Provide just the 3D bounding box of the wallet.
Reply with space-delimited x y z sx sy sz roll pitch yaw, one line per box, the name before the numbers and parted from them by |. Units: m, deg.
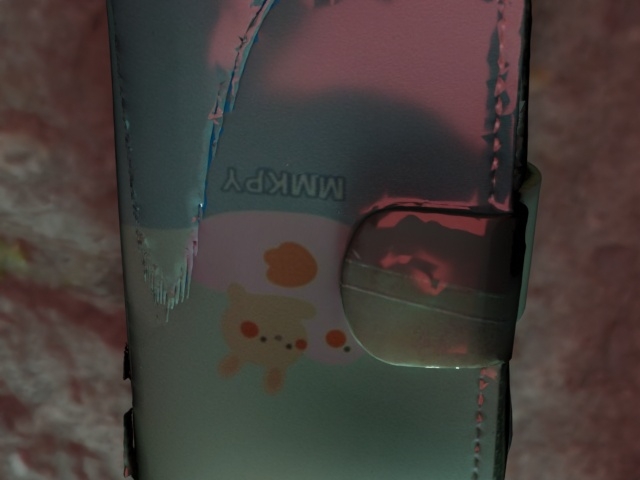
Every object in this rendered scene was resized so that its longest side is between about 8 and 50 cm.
wallet | 0.000 0.000 0.506 0.176 0.075 0.250 3 113 6
